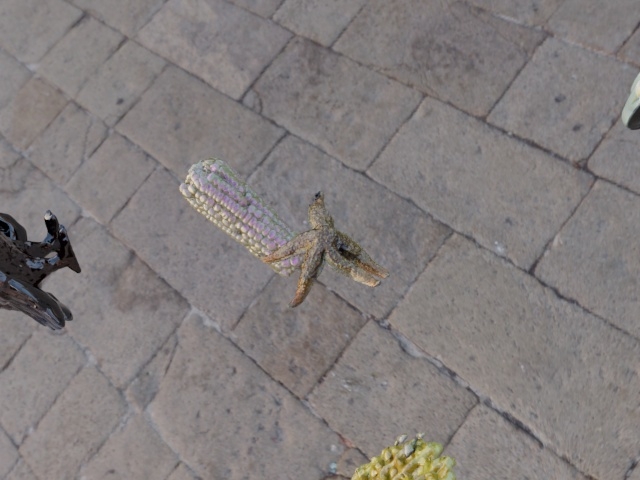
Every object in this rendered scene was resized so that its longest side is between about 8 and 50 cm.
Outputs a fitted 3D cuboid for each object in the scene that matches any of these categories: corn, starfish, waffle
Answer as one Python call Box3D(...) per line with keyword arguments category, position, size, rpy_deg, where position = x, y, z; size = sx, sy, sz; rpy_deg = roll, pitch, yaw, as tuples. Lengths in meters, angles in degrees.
Box3D(category="corn", position=(-0.161, -0.048, 1.382), size=(0.335, 0.126, 0.127), rpy_deg=(43, 86, -1))
Box3D(category="starfish", position=(-0.003, -0.002, 0.624), size=(0.133, 0.041, 0.130), rpy_deg=(-8, 62, 7))
Box3D(category="waffle", position=(0.107, 0.442, 1.008), size=(0.280, 0.060, 0.262), rpy_deg=(-29, 28, 52))

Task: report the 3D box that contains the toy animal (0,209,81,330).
Box3D(category="toy animal", position=(-0.338, 0.032, 0.627), size=(0.218, 0.179, 0.116), rpy_deg=(39, 118, 45))

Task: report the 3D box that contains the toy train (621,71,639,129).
Box3D(category="toy train", position=(0.310, -0.183, 0.484), size=(0.052, 0.234, 0.051), rpy_deg=(-6, 58, -25))
